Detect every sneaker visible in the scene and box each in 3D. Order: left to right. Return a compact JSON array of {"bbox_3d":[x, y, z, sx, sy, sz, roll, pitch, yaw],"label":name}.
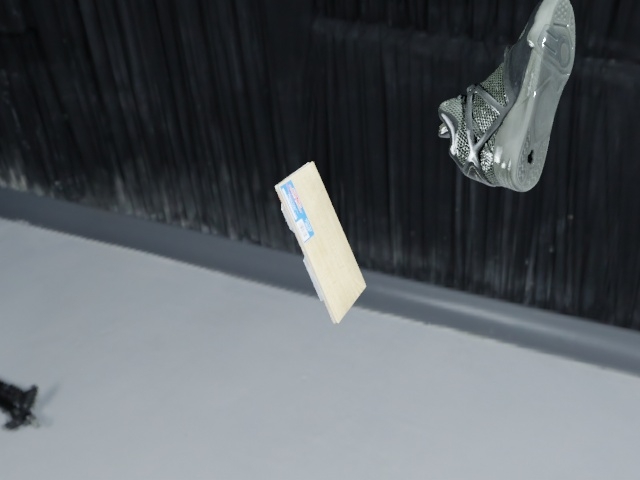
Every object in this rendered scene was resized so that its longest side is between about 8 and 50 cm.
[{"bbox_3d":[0.203,-0.172,1.034,0.130,0.087,0.227,14,85,40],"label":"sneaker"}]

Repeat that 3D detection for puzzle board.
[{"bbox_3d":[0.000,0.000,0.811,0.011,0.128,0.096,-20,10,22],"label":"puzzle board"}]
